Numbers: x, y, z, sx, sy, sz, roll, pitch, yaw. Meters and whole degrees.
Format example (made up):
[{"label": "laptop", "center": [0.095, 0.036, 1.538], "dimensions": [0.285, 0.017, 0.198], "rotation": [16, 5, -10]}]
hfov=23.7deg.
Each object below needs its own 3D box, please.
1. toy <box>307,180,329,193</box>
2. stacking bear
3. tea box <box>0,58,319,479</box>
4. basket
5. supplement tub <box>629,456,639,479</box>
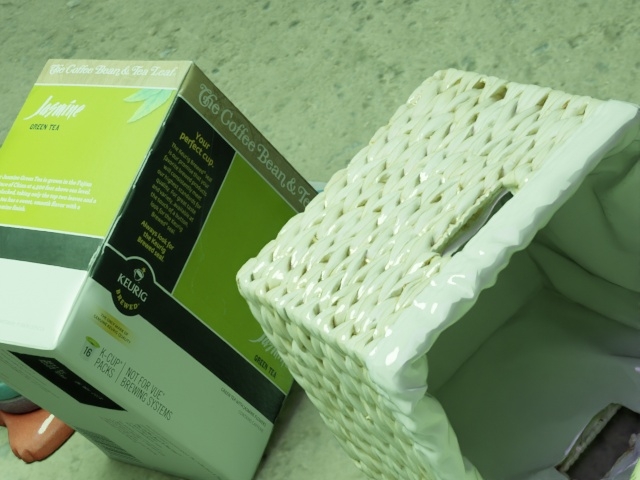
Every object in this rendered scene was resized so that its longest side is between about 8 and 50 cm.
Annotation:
[{"label": "toy", "center": [0.000, 0.000, 1.750], "dimensions": [0.237, 0.056, 0.137], "rotation": [2, 53, 40]}, {"label": "stacking bear", "center": [-0.380, 0.085, 1.727], "dimensions": [0.164, 0.289, 0.175], "rotation": [-44, 40, -15]}, {"label": "tea box", "center": [-0.178, 0.033, 1.578], "dimensions": [0.220, 0.329, 0.323], "rotation": [7, 63, 39]}, {"label": "basket", "center": [0.152, 0.068, 1.365], "dimensions": [0.328, 0.331, 0.266], "rotation": [-46, 39, -17]}, {"label": "supplement tub", "center": [0.318, 0.260, 1.122], "dimensions": [0.235, 0.235, 0.325], "rotation": [7, 53, 38]}]
